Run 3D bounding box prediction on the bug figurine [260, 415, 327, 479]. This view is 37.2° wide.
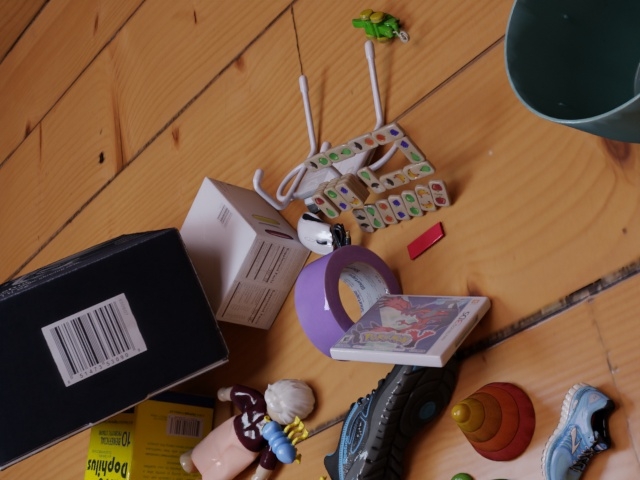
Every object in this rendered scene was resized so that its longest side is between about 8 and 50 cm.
[{"bbox_3d":[-0.062,0.454,1.674,0.216,0.072,0.279,47,137,41],"label":"bug figurine"}]

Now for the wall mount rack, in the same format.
[{"bbox_3d":[0.015,-0.214,1.863,0.350,0.130,0.304,-17,39,46],"label":"wall mount rack"}]

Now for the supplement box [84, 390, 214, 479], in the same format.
[{"bbox_3d":[-0.371,0.498,2.016,0.194,0.195,0.357,-12,68,49],"label":"supplement box"}]

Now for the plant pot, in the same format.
[{"bbox_3d":[0.435,-0.261,1.266,0.293,0.235,0.293,-23,60,46],"label":"plant pot"}]

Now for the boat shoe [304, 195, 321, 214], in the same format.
[{"bbox_3d":[0.026,-0.081,1.866,0.142,0.049,0.040,-14,100,46],"label":"boat shoe"}]

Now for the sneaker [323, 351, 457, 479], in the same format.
[{"bbox_3d":[0.102,0.283,1.568,0.139,0.125,0.341,43,110,51],"label":"sneaker"}]

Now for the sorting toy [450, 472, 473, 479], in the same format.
[{"bbox_3d":[0.198,0.407,1.470,0.061,0.042,0.102,42,109,49],"label":"sorting toy"}]

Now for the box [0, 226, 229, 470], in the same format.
[{"bbox_3d":[-0.510,0.195,1.943,0.472,0.480,0.297,-7,106,66],"label":"box"}]

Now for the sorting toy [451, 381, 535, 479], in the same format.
[{"bbox_3d":[0.230,0.377,1.365,0.127,0.126,0.366,-13,67,38],"label":"sorting toy"}]

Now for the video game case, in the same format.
[{"bbox_3d":[0.143,0.138,1.512,0.201,0.183,0.023,-1,115,36],"label":"video game case"}]

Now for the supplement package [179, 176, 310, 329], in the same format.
[{"bbox_3d":[-0.173,0.024,1.985,0.262,0.145,0.204,45,113,48],"label":"supplement package"}]

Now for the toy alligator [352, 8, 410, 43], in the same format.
[{"bbox_3d":[0.131,-0.419,1.854,0.051,0.056,0.189,-36,35,-18],"label":"toy alligator"}]

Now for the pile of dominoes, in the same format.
[{"bbox_3d":[0.095,-0.091,1.660,0.251,0.196,0.040,-18,35,47],"label":"pile of dominoes"}]

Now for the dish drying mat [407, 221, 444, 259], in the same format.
[{"bbox_3d":[0.184,0.001,1.665,0.083,0.008,0.032,-41,47,36],"label":"dish drying mat"}]

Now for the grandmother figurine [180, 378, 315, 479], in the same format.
[{"bbox_3d":[-0.140,0.374,1.864,0.342,0.104,0.208,-41,76,31],"label":"grandmother figurine"}]

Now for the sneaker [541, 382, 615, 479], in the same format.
[{"bbox_3d":[0.357,0.280,1.305,0.073,0.063,0.162,17,91,49],"label":"sneaker"}]

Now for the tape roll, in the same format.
[{"bbox_3d":[0.052,0.108,1.642,0.080,0.189,0.189,-28,57,43],"label":"tape roll"}]

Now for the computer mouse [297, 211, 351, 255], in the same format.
[{"bbox_3d":[0.000,0.000,1.842,0.193,0.042,0.106,28,130,55],"label":"computer mouse"}]
